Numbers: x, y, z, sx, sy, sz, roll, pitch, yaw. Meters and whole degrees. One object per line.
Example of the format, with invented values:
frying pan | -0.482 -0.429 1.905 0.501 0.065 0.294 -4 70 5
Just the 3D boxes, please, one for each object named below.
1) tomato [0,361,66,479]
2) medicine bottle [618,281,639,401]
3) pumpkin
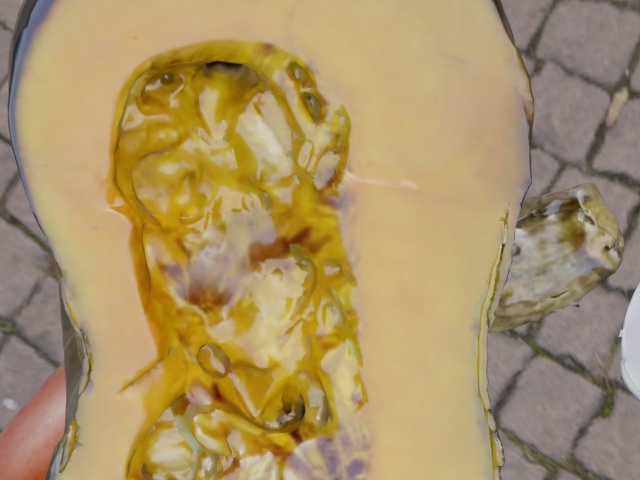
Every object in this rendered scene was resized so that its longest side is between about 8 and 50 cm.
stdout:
tomato | -0.075 0.190 0.830 0.321 0.321 0.321 -3 76 14
medicine bottle | 0.488 0.139 1.335 0.213 0.379 0.213 -41 34 35
pumpkin | 0.000 0.000 0.593 0.242 0.232 0.325 3 104 3
